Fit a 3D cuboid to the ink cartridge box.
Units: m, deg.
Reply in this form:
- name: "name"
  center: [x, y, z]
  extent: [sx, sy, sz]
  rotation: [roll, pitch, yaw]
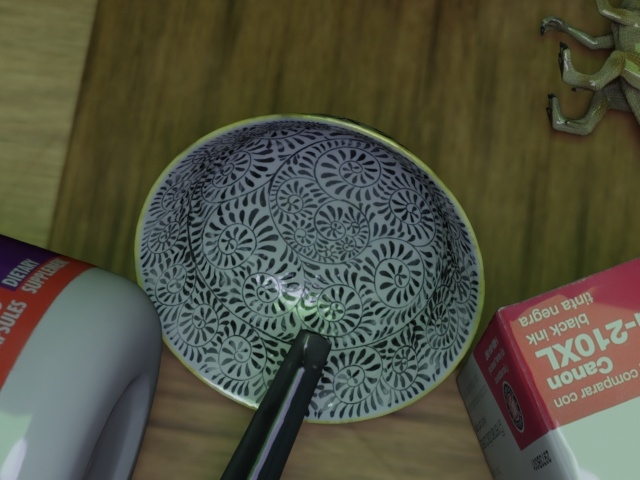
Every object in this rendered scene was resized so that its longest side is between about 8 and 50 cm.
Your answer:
- name: "ink cartridge box"
  center: [0.155, 0.140, 0.575]
  extent: [0.100, 0.172, 0.237]
  rotation: [-20, 75, -5]

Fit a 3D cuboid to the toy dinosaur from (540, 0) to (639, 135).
- name: "toy dinosaur"
  center: [0.172, -0.086, 0.702]
  extent: [0.093, 0.053, 0.183]
  rotation: [-4, 74, -2]

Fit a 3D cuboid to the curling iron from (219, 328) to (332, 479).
- name: "curling iron"
  center: [-0.066, 0.165, 0.609]
  extent: [0.035, 0.068, 0.274]
  rotation: [29, 86, 43]

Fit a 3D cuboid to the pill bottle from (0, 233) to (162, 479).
- name: "pill bottle"
  center: [-0.248, 0.058, 0.595]
  extent: [0.323, 0.181, 0.181]
  rotation: [18, 75, 5]

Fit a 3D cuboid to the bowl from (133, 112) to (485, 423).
- name: "bowl"
  center: [0.000, 0.000, 0.649]
  extent: [0.170, 0.170, 0.080]
  rotation: [14, 31, 4]
